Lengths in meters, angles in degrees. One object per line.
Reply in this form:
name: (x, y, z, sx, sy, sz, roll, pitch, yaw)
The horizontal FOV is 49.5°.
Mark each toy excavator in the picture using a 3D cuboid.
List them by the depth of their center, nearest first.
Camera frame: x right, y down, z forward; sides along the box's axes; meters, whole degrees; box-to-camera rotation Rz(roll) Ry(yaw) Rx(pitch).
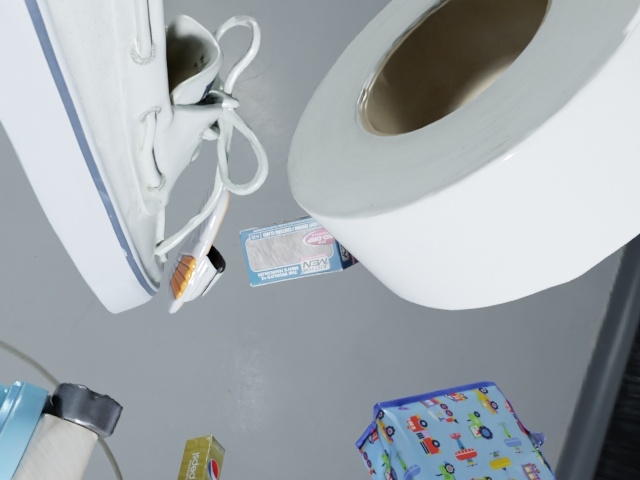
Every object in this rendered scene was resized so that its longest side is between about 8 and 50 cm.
toy excavator: (-0.586, 0.299, 1.074, 0.445, 0.433, 0.223, 28, 59, -17)

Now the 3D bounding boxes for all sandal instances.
sandal: (-0.188, 0.024, 1.172, 0.076, 0.102, 0.265, 17, 119, -26)

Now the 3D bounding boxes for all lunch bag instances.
lunch bag: (0.241, 0.345, 1.097, 0.293, 0.138, 0.221, -10, 51, -26)

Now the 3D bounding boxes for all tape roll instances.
tape roll: (0.112, -0.097, 0.474, 0.100, 0.286, 0.286, 42, 74, -29)

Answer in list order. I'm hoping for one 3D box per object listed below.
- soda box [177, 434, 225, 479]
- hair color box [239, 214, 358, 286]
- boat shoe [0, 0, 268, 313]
soda box: (-0.233, 0.465, 1.317, 0.061, 0.181, 0.058, -16, 127, 17)
hair color box: (0.000, 0.000, 1.330, 0.173, 0.347, 0.105, -12, 92, 18)
boat shoe: (-0.102, -0.086, 0.413, 0.156, 0.367, 0.136, -22, 60, -16)
